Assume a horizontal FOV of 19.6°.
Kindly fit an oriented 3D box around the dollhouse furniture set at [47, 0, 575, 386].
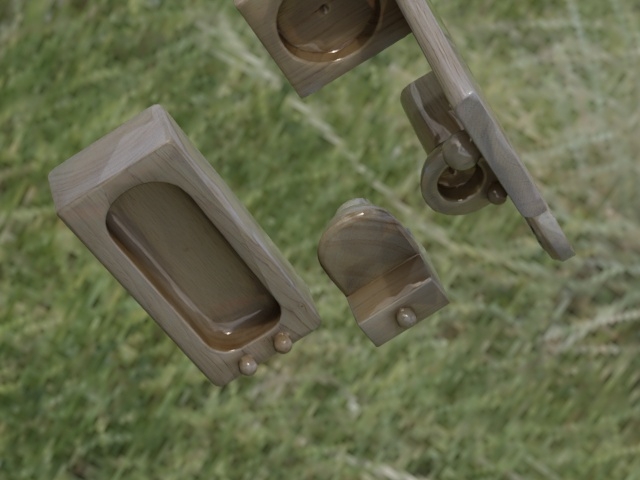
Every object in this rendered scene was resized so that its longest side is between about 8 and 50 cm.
[{"bbox_3d":[0.000,0.000,0.644,0.144,0.151,0.123,52,10,-40],"label":"dollhouse furniture set"}]
